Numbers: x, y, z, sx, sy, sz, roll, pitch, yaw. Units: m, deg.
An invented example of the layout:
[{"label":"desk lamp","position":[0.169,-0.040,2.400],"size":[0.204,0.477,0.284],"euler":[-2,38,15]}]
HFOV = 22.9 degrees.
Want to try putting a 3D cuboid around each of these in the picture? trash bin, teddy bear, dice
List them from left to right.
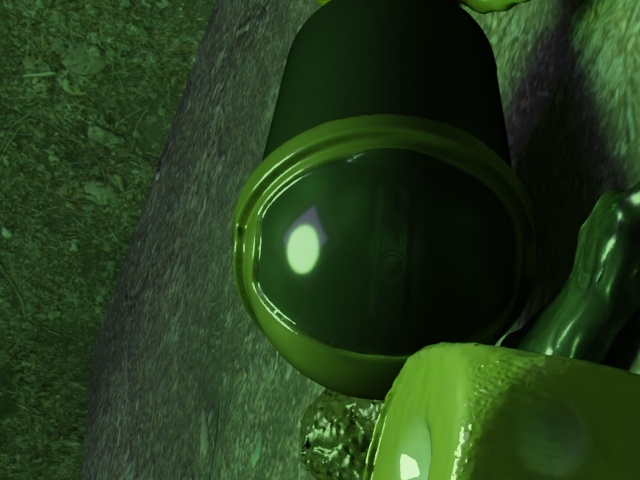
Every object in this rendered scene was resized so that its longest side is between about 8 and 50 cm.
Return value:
[{"label":"teddy bear","position":[0.044,0.165,1.282],"size":[0.251,0.129,0.182],"euler":[173,110,-76]},{"label":"trash bin","position":[0.049,-0.031,1.147],"size":[0.334,0.214,0.214],"euler":[-81,13,-50]},{"label":"dice","position":[0.124,0.154,0.895],"size":[0.169,0.169,0.166],"euler":[163,121,-74]}]

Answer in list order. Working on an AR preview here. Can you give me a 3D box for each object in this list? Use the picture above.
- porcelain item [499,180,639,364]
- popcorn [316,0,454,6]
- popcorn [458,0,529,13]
[{"label":"porcelain item","position":[0.182,0.022,1.007],"size":[0.081,0.069,0.216],"euler":[-74,5,-54]},{"label":"popcorn","position":[0.077,-0.304,1.586],"size":[0.203,0.226,0.200],"euler":[63,-166,11]},{"label":"popcorn","position":[0.130,-0.331,1.201],"size":[0.247,0.282,0.282],"euler":[-84,15,-47]}]
